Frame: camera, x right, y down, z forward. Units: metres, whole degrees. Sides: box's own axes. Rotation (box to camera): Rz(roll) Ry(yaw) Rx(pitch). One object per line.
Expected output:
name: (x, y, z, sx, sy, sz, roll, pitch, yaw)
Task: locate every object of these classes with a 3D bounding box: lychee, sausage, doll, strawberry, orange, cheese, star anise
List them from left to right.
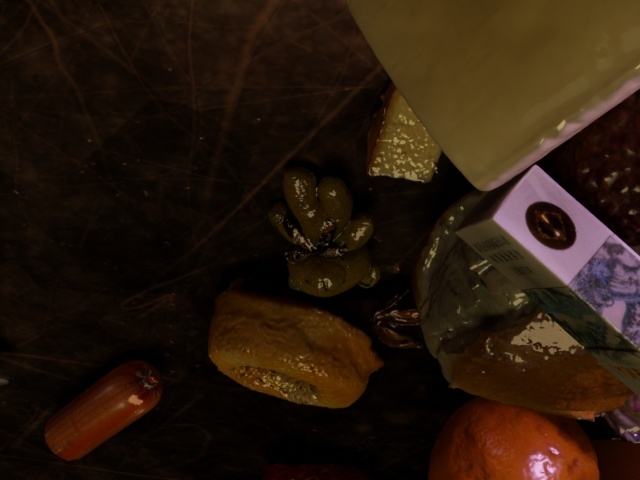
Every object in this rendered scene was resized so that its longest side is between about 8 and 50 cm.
sausage: (-0.343, 0.269, 1.755, 0.093, 0.093, 0.312, 27, 139, -26)
doll: (0.000, 0.000, 1.325, 0.137, 0.097, 0.209, 2, 139, 17)
strawberry: (0.010, 0.464, 1.937, 0.178, 0.234, 0.234, -33, 136, 2)
star anise: (0.080, 0.112, 1.500, 0.212, 0.053, 0.157, -6, 142, 14)
orange: (0.290, 0.356, 1.635, 0.261, 0.261, 0.261, 4, 144, 3)
cheese: (0.168, -0.205, 0.894, 0.124, 0.242, 0.265, -23, 169, -43)
lychee: (0.334, -0.107, 1.014, 0.236, 0.236, 0.271, 15, 124, -11)

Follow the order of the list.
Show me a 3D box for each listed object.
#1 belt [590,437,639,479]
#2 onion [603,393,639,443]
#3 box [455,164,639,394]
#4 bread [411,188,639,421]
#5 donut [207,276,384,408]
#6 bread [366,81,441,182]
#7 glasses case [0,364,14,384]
belt: (0.490, 0.429, 1.825, 0.338, 0.122, 0.217, 0, 142, 6)
onion: (0.513, 0.138, 1.406, 0.314, 0.146, 0.280, 0, 131, 25)
box: (0.258, 0.046, 1.036, 0.256, 0.069, 0.164, 42, 174, 0)
bread: (0.261, 0.057, 1.242, 0.279, 0.225, 0.250, 10, 140, -18)
donut: (-0.038, 0.147, 1.490, 0.253, 0.118, 0.253, 13, 157, 6)
bread: (0.103, -0.124, 1.144, 0.084, 0.080, 0.109, 11, 147, -10)
glasses case: (-0.630, 0.204, 1.721, 0.308, 0.083, 0.128, -13, 146, 25)
